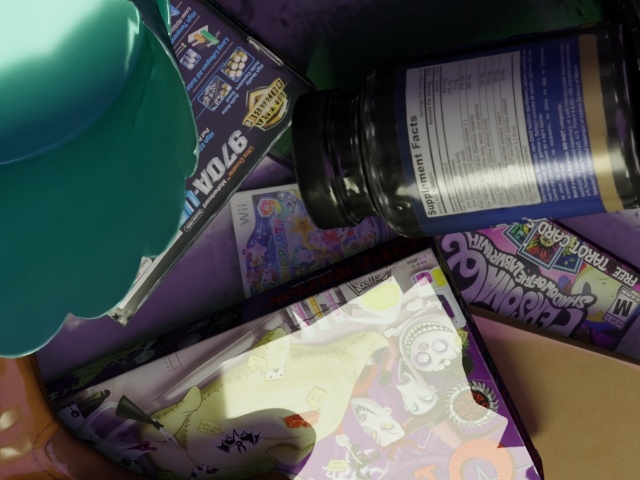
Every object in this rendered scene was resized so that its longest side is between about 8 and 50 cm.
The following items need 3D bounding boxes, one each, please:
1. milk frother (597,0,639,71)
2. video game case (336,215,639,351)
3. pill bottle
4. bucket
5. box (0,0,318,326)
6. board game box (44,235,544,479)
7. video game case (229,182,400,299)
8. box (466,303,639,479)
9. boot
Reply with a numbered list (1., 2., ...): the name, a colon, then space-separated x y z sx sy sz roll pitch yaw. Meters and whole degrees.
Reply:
1. milk frother: 0.258 -0.179 1.017 0.129 0.143 0.135 42 97 -14
2. video game case: 0.103 0.062 1.118 0.232 0.042 0.210 30 101 -18
3. pill bottle: 0.098 -0.067 0.968 0.219 0.123 0.122 -8 111 17
4. bucket: -0.207 -0.090 0.844 0.281 0.183 0.281 -5 128 -7
5. box: -0.138 -0.076 1.021 0.175 0.051 0.220 37 97 -19
6. board game box: -0.038 0.147 1.072 0.347 0.056 0.208 -23 113 12
7. video game case: 0.000 0.000 1.060 0.122 0.011 0.087 -8 93 13
8. box: 0.161 0.146 1.112 0.201 0.021 0.164 17 107 -9
9. boot: -0.173 0.123 1.016 0.264 0.096 0.280 -19 103 18
